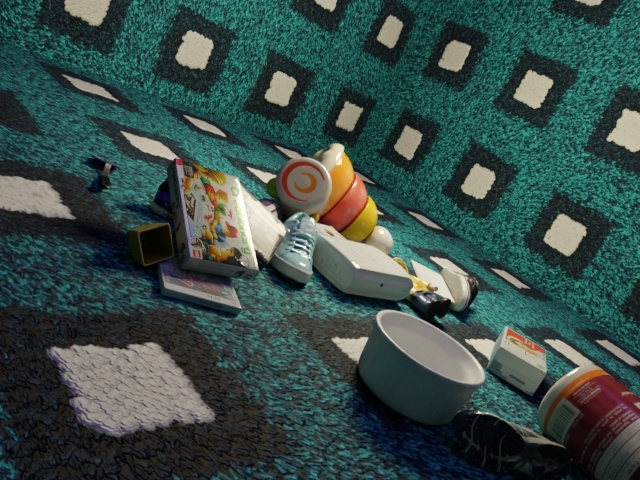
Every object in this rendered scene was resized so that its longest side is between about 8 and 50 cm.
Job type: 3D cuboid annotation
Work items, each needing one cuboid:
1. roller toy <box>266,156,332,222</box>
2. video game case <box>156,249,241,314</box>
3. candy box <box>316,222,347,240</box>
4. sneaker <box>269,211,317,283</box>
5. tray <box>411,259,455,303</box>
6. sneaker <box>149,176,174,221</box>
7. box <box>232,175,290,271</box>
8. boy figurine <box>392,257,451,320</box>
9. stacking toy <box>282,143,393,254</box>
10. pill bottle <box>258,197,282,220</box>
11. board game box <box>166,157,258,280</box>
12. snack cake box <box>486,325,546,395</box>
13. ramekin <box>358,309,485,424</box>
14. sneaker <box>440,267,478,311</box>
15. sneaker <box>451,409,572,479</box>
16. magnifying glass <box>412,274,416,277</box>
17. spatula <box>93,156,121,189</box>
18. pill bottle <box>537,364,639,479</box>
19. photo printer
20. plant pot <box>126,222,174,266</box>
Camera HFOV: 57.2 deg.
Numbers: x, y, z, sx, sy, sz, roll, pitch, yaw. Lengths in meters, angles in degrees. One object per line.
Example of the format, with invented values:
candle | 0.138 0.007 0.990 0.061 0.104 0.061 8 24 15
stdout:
roller toy | -0.059 -0.171 1.995 0.209 0.191 0.146 36 -18 5
video game case | -0.285 0.090 1.352 0.184 0.023 0.201 20 17 -28
candy box | 0.000 0.000 2.049 0.196 0.070 0.165 13 21 -41
sneaker | -0.073 0.001 1.768 0.135 0.150 0.366 22 16 -16
tray | 0.417 0.161 2.231 0.145 0.030 0.270 26 17 -8
sneaker | -0.324 -0.104 1.686 0.294 0.146 0.102 20 16 -24
box | -0.211 -0.046 1.624 0.231 0.056 0.183 44 35 -11
boy figurine | 0.325 0.161 2.026 0.177 0.092 0.285 -1 31 -32
stacking toy | 0.104 -0.108 2.289 0.480 0.350 0.350 42 12 -13
pill bottle | -0.195 -0.071 1.874 0.108 0.108 0.193 29 15 4
board game box | -0.271 -0.053 1.462 0.193 0.053 0.305 14 47 -40
snack cake box | 0.621 0.373 1.852 0.152 0.089 0.264 30 15 16
ramekin | 0.221 0.292 1.343 0.277 0.135 0.277 25 15 -7
sneaker | 0.548 0.193 2.249 0.128 0.126 0.321 22 15 -6
sneaker | 0.393 0.439 1.270 0.283 0.110 0.122 27 -3 -13
magnifying glass | 0.346 0.153 2.234 0.092 0.026 0.231 33 18 20
spatula | -0.621 -0.196 1.703 0.084 0.030 0.296 23 15 -26
pill bottle | 0.729 0.494 1.375 0.224 0.224 0.392 16 19 -37
photo printer | 0.137 0.090 1.907 0.308 0.107 0.256 12 20 -40
plant pot | -0.392 0.003 1.325 0.083 0.081 0.082 11 23 41
